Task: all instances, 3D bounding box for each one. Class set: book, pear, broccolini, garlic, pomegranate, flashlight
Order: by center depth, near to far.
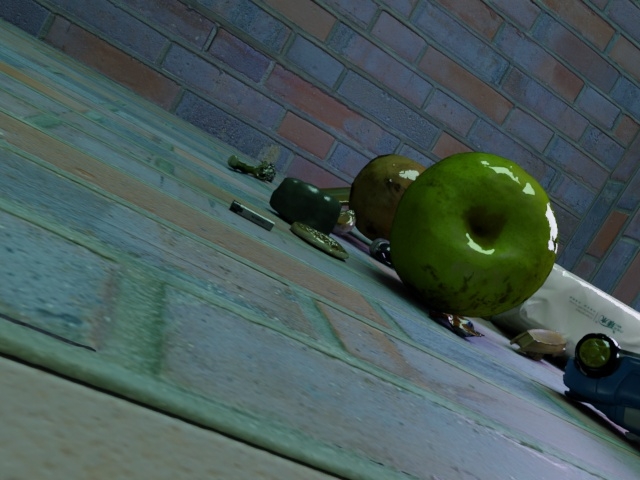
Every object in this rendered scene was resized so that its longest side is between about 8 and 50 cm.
[{"bbox_3d":[-0.121,-0.045,0.991,0.083,0.018,0.018,29,7,-15],"label":"flashlight"},{"bbox_3d":[0.333,-0.008,1.253,0.391,0.390,0.391,30,6,-4],"label":"pear"},{"bbox_3d":[0.051,-0.055,1.625,0.094,0.074,0.113,-18,34,-42],"label":"garlic"},{"bbox_3d":[0.212,-0.123,1.692,0.281,0.281,0.281,30,6,-4],"label":"pomegranate"},{"bbox_3d":[-0.227,-0.256,1.934,0.079,0.073,0.392,24,4,7],"label":"broccolini"},{"bbox_3d":[0.082,-0.154,1.937,0.390,0.032,0.269,-3,15,-12],"label":"book"}]

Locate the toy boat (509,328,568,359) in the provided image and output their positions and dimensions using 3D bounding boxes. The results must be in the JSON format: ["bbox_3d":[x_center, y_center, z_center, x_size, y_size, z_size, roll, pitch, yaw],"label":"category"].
[{"bbox_3d":[0.532,0.256,1.366,0.206,0.072,0.064,11,33,-39],"label":"toy boat"}]

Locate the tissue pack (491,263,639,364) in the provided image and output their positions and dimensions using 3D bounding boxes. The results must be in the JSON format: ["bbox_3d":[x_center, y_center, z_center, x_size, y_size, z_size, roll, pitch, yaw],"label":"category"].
[{"bbox_3d":[0.721,0.238,1.608,0.381,0.207,0.297,31,-9,7],"label":"tissue pack"}]

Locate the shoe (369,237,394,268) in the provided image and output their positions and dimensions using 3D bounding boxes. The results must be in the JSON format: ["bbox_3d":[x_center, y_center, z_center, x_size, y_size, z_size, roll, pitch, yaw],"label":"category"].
[{"bbox_3d":[0.225,0.055,1.599,0.169,0.071,0.099,23,11,-22],"label":"shoe"}]

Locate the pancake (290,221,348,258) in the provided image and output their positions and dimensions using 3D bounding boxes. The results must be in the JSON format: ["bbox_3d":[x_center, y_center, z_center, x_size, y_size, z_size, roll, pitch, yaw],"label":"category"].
[{"bbox_3d":[0.000,0.000,1.176,0.140,0.022,0.139,29,7,-4],"label":"pancake"}]

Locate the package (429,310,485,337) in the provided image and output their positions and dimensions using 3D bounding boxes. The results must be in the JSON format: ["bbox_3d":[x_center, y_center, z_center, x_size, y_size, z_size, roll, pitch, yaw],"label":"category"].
[{"bbox_3d":[0.261,0.158,1.074,0.111,0.033,0.077,27,14,22],"label":"package"}]

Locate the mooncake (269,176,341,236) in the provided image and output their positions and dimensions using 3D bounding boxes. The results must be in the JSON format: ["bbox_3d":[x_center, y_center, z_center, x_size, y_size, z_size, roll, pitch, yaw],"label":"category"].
[{"bbox_3d":[-0.035,-0.082,1.332,0.169,0.104,0.175,24,3,-5],"label":"mooncake"}]

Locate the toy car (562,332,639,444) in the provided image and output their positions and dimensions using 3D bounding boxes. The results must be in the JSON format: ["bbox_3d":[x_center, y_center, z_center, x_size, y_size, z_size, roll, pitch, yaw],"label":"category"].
[{"bbox_3d":[0.589,0.279,0.975,0.198,0.165,0.314,25,-9,-40],"label":"toy car"}]

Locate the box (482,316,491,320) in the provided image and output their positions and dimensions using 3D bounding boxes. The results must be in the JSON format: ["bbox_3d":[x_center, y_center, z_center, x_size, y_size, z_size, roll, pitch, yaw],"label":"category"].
[{"bbox_3d":[0.428,0.153,1.738,0.160,0.071,0.240,26,8,-14],"label":"box"}]
